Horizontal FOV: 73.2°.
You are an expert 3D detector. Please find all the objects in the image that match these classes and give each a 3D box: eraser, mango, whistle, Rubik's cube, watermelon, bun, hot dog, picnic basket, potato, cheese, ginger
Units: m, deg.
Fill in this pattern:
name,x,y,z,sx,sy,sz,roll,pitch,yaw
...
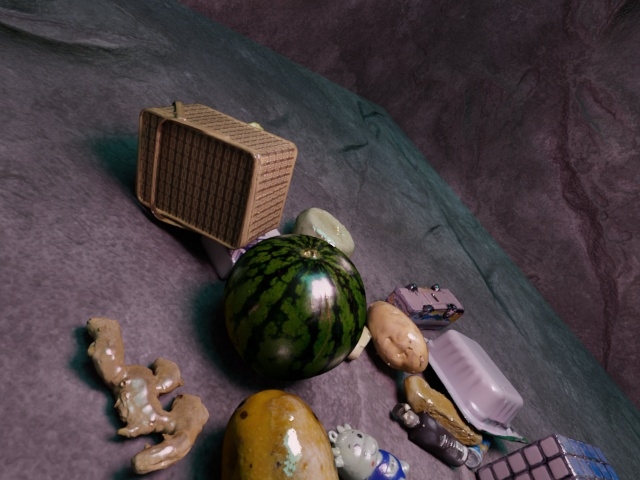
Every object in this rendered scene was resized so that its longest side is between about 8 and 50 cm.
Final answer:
name,x,y,z,sx,sy,sz,roll,pitch,yaw
eraser,-0.168,0.024,1.042,0.210,0.068,0.124,0,46,-52
mango,-0.051,0.387,0.620,0.176,0.175,0.329,1,66,-20
whistle,0.107,0.437,0.805,0.244,0.092,0.110,41,24,-1
Rubik's cube,0.549,0.611,0.975,0.237,0.238,0.237,25,32,-28
watermelon,-0.050,0.129,0.844,0.285,0.285,0.285,31,31,-21
bun,0.000,0.000,1.236,0.195,0.118,0.195,37,24,-20
hot dog,0.293,0.430,1.070,0.242,0.073,0.084,38,26,-11
picnic basket,-0.241,-0.146,0.931,0.313,0.228,0.175,26,28,17
potato,0.189,0.250,1.126,0.235,0.128,0.161,56,-6,35
cheese,0.018,0.183,1.080,0.251,0.054,0.127,46,25,6
ginger,-0.270,0.220,0.663,0.258,0.065,0.149,48,16,22

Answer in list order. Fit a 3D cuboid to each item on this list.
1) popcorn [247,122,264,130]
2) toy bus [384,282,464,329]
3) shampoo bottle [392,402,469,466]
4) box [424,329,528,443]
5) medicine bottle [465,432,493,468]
name,x,y,z,sx,sy,sz,roll,pitch,yaw
popcorn,-0.180,-0.173,1.139,0.256,0.195,0.255,-143,-138,-74
toy bus,0.314,0.213,1.332,0.317,0.138,0.112,10,38,-44
shampoo bottle,0.255,0.449,1.007,0.207,0.063,0.057,38,28,-10
box,0.433,0.379,1.203,0.264,0.106,0.337,30,19,-35
medicine bottle,0.418,0.524,1.126,0.051,0.051,0.191,53,29,17
